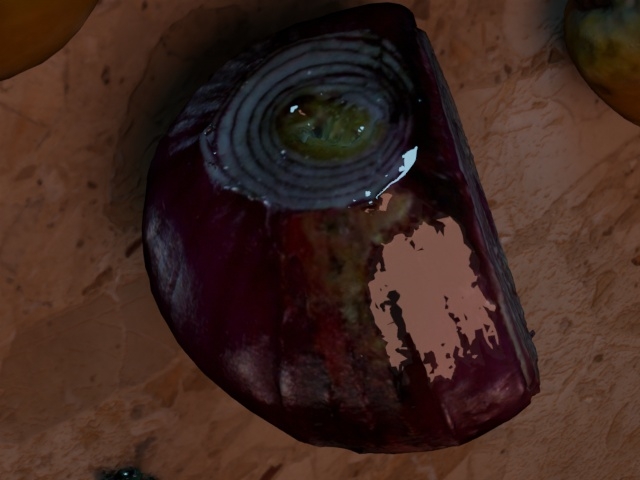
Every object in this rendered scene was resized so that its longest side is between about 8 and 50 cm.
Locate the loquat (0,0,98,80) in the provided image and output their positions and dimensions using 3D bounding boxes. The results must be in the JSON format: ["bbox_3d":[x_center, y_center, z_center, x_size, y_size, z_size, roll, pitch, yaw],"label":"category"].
[{"bbox_3d":[-0.238,-0.194,0.716,0.235,0.235,0.235,-12,123,-20],"label":"loquat"}]

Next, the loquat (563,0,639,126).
[{"bbox_3d":[0.303,-0.184,1.036,0.234,0.176,0.187,18,92,-37],"label":"loquat"}]

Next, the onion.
[{"bbox_3d":[0.000,0.000,0.890,0.260,0.337,0.282,-17,156,6],"label":"onion"}]

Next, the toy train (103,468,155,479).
[{"bbox_3d":[-0.157,0.263,1.143,0.071,0.038,0.148,-47,126,4],"label":"toy train"}]
